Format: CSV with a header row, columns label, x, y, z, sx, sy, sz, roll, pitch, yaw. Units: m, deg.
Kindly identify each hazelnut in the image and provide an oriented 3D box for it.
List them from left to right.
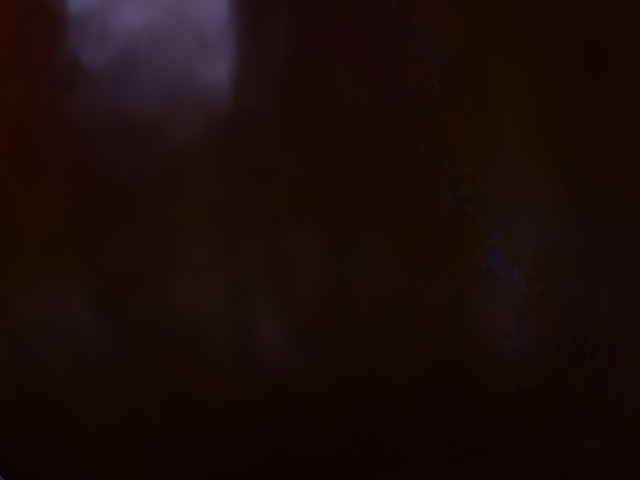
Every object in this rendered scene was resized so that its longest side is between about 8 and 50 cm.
label,x,y,z,sx,sy,sz,roll,pitch,yaw
hazelnut,-0.002,-0.009,0.516,0.365,0.366,0.366,-18,46,19
